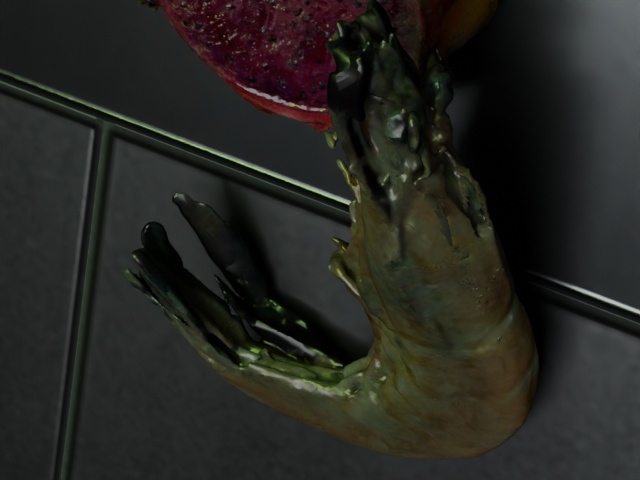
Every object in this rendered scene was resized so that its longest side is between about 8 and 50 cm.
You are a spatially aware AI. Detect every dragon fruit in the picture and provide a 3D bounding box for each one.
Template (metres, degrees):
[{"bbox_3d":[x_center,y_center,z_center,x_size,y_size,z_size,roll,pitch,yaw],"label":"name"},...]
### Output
[{"bbox_3d":[-0.002,-0.097,0.610,0.126,0.068,0.112,29,140,-2],"label":"dragon fruit"}]

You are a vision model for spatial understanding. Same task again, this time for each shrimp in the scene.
[{"bbox_3d":[0.000,0.000,0.633,0.152,0.046,0.219,12,141,22],"label":"shrimp"}]
